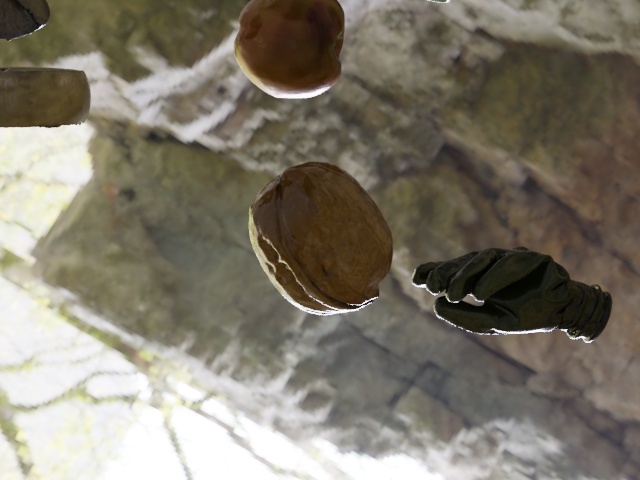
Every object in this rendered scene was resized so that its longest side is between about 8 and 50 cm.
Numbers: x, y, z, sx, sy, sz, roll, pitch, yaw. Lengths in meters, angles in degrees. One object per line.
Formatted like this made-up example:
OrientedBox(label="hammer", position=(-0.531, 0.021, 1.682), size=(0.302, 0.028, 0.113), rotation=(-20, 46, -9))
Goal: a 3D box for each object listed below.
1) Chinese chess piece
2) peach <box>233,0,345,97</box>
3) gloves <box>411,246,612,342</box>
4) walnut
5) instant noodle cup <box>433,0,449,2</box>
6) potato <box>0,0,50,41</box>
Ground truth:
OrientedBox(label="Chinese chess piece", position=(-0.506, -0.235, 2.142), size=(0.250, 0.250, 0.103), rotation=(-135, -136, -78))
OrientedBox(label="peach", position=(-0.037, -0.238, 1.538), size=(0.138, 0.138, 0.138), rotation=(-55, -168, 18))
OrientedBox(label="gloves", position=(0.240, 0.065, 1.633), size=(0.107, 0.268, 0.135), rotation=(-106, -146, -50))
OrientedBox(label="walnut", position=(0.000, 0.000, 1.399), size=(0.144, 0.180, 0.144), rotation=(-36, -162, 13))
OrientedBox(label="instant noodle cup", position=(0.153, -0.439, 1.888), size=(0.144, 0.182, 0.182), rotation=(-67, -168, -3))
OrientedBox(label="potato", position=(-0.415, -0.310, 1.660), size=(0.100, 0.172, 0.089), rotation=(-50, 175, 25))
